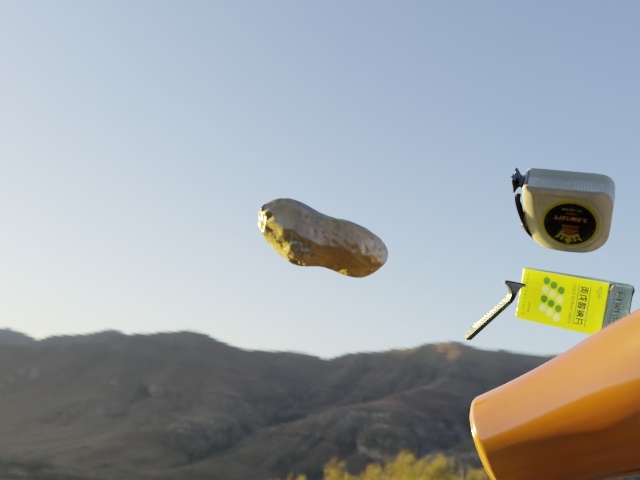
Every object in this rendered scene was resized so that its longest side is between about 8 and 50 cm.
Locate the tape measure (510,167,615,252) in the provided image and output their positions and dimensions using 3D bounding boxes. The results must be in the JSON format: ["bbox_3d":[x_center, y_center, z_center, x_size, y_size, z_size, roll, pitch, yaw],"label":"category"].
[{"bbox_3d":[0.648,-0.080,2.188,0.271,0.133,0.231,7,-50,16],"label":"tape measure"}]

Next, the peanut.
[{"bbox_3d":[0.000,0.000,1.248,0.214,0.099,0.099,17,-14,0],"label":"peanut"}]

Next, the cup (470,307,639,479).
[{"bbox_3d":[0.323,0.192,0.957,0.264,0.182,0.226,-27,11,21],"label":"cup"}]

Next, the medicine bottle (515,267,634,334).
[{"bbox_3d":[0.635,0.154,2.021,0.141,0.137,0.250,11,0,-44],"label":"medicine bottle"}]

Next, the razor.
[{"bbox_3d":[0.384,0.163,1.809,0.066,0.033,0.190,12,-51,-33],"label":"razor"}]
